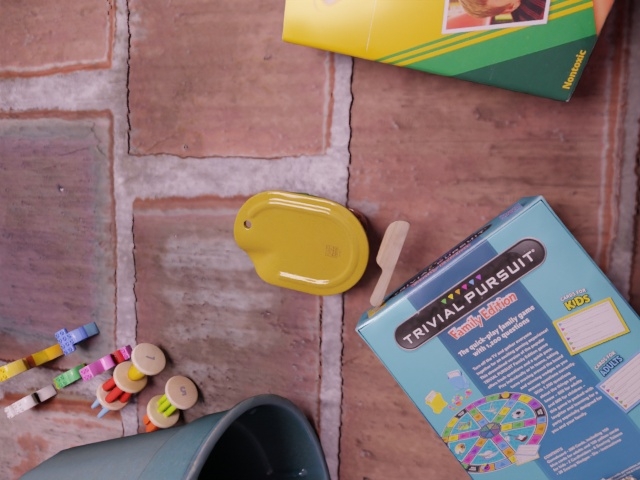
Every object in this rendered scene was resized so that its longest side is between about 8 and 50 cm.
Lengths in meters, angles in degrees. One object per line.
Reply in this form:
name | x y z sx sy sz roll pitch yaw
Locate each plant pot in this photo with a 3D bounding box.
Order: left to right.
plant pot | -0.197 0.379 0.494 0.334 0.341 0.341 -14 92 22

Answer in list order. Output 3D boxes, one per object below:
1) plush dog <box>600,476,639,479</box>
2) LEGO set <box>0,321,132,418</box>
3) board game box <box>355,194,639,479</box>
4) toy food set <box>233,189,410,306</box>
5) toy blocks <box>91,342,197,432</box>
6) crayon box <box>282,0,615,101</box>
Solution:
plush dog | 0.411 0.307 0.341 0.225 0.210 0.262 -49 40 23
LEGO set | -0.420 0.199 0.629 0.227 0.093 0.087 -28 88 14
board game box | 0.246 0.157 0.483 0.254 0.079 0.336 -38 86 13
toy food set | 0.000 0.000 0.533 0.217 0.071 0.128 13 111 14
toy blocks | -0.274 0.243 0.621 0.123 0.054 0.148 46 109 0
crayon box | 0.144 -0.354 0.386 0.313 0.106 0.363 16 120 10
